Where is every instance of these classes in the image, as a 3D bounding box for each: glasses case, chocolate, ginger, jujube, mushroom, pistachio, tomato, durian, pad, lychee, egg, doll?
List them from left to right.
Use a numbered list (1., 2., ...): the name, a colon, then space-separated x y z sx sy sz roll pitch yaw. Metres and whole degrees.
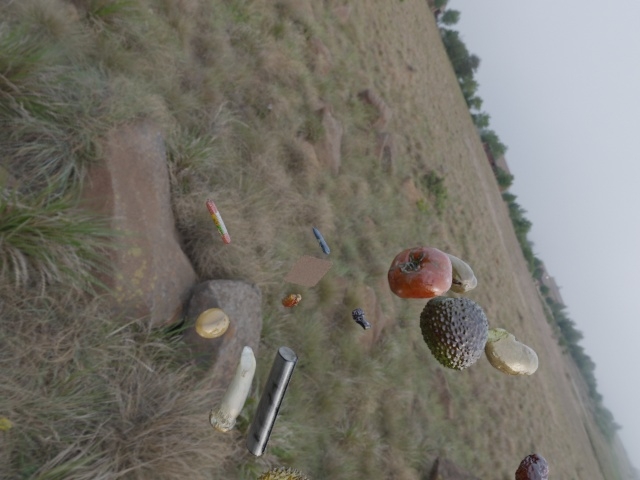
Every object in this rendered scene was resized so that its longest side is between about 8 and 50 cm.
1. egg: -0.295 0.226 1.159 0.080 0.080 0.096 67 18 -3
2. mushroom: -0.213 0.375 1.084 0.084 0.071 0.209 64 48 -76
3. glasses case: -0.145 0.472 1.271 0.060 0.299 0.114 19 4 -15
4. durian: -0.114 0.870 1.502 0.250 0.183 0.137 19 49 -31
5. pad: -0.064 0.158 2.152 0.176 0.266 0.002 15 51 -20
6. doll: 0.000 0.000 1.594 0.125 0.027 0.037 61 11 26
7. chocolate: 0.184 0.352 1.931 0.147 0.072 0.070 -159 -100 -78
8. tomato: 0.343 0.102 1.491 0.236 0.237 0.095 -81 151 -48
9. pistachio: 0.533 0.126 1.720 0.131 0.129 0.206 -1 31 -37
10. lychee: 0.309 0.214 0.989 0.171 0.171 0.171 45 33 -40
11. ginger: 0.688 0.415 1.551 0.267 0.138 0.152 40 59 -20
12. jujube: 0.594 0.651 1.196 0.129 0.077 0.077 -27 95 -46

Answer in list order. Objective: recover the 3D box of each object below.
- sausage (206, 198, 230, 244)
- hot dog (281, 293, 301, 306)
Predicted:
1. sausage: -0.364 -0.063 1.531 0.029 0.029 0.223 -85 167 -45
2. hot dog: -0.110 0.233 1.647 0.062 0.144 0.038 1 73 -20
